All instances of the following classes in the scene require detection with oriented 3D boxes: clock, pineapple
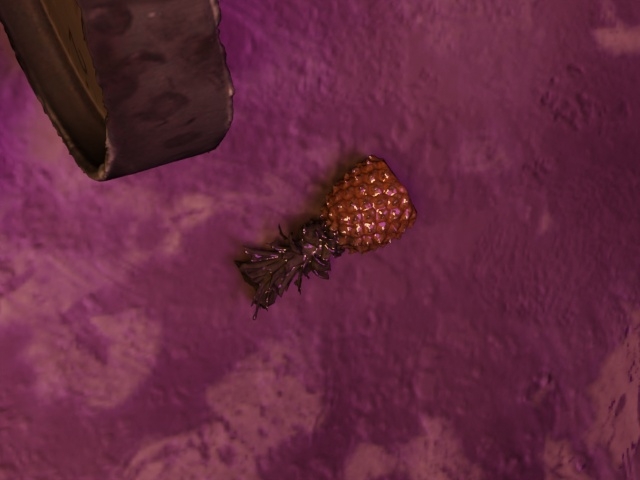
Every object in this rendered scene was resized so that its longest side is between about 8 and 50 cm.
[{"bbox_3d":[-0.133,-0.175,0.813,0.061,0.312,0.313,-23,113,-13],"label":"clock"},{"bbox_3d":[0.000,0.000,1.078,0.124,0.058,0.058,-34,117,-1],"label":"pineapple"}]
